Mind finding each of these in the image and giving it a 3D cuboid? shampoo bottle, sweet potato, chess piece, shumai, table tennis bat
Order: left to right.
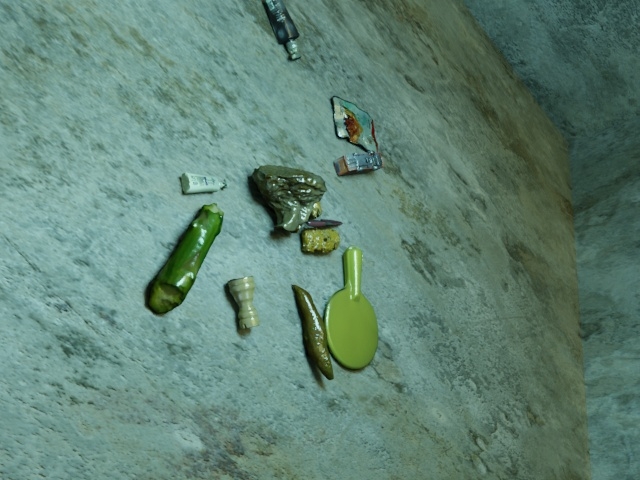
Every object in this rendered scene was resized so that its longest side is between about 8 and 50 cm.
[{"bbox_3d":[-0.281,-0.139,1.580,0.141,0.034,0.049,-2,68,-50],"label":"shampoo bottle"},{"bbox_3d":[-0.183,0.151,1.544,0.066,0.066,0.122,-5,83,-50],"label":"chess piece"},{"bbox_3d":[-0.114,-0.664,1.999,0.063,0.057,0.208,-28,95,-52],"label":"shampoo bottle"},{"bbox_3d":[-0.092,-0.110,1.725,0.205,0.166,0.176,11,98,-24],"label":"shumai"},{"bbox_3d":[-0.017,0.239,1.697,0.067,0.067,0.274,-3,70,-50],"label":"sweet potato"},{"bbox_3d":[0.090,0.191,1.857,0.224,0.054,0.369,21,62,-42],"label":"table tennis bat"}]

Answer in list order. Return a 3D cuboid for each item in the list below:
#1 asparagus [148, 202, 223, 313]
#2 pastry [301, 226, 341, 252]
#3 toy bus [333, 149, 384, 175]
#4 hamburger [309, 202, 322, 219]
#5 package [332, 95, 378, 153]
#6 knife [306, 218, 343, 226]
[{"bbox_3d":[-0.291,0.020,1.461,0.082,0.085,0.343,30,50,-7],"label":"asparagus"},{"bbox_3d":[0.000,0.000,1.832,0.140,0.056,0.080,7,61,-41],"label":"pastry"},{"bbox_3d":[0.127,-0.250,2.077,0.192,0.077,0.065,-12,84,-49],"label":"toy bus"},{"bbox_3d":[-0.025,-0.102,1.837,0.044,0.076,0.083,-20,94,-22],"label":"hamburger"},{"bbox_3d":[0.122,-0.392,2.169,0.231,0.040,0.166,18,60,-46],"label":"package"},{"bbox_3d":[0.012,-0.051,1.860,0.247,0.035,0.018,-4,114,-67],"label":"knife"}]
